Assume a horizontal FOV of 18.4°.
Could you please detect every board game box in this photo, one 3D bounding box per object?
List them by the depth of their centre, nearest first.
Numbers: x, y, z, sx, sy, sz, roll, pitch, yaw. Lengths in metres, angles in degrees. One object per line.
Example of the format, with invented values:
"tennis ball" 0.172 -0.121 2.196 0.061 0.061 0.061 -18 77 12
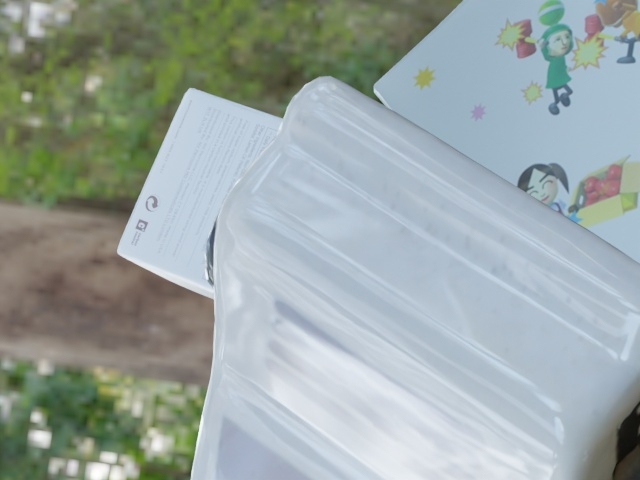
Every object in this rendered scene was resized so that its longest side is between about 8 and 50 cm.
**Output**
"board game box" 0.173 0.059 0.573 0.303 0.097 0.224 52 -169 35

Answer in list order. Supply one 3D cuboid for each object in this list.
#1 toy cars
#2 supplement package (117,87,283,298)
"toy cars" 0.058 0.053 0.291 0.087 0.176 0.394 -47 13 -21
"supplement package" 0.000 0.000 1.094 0.105 0.179 0.105 31 -99 -61
